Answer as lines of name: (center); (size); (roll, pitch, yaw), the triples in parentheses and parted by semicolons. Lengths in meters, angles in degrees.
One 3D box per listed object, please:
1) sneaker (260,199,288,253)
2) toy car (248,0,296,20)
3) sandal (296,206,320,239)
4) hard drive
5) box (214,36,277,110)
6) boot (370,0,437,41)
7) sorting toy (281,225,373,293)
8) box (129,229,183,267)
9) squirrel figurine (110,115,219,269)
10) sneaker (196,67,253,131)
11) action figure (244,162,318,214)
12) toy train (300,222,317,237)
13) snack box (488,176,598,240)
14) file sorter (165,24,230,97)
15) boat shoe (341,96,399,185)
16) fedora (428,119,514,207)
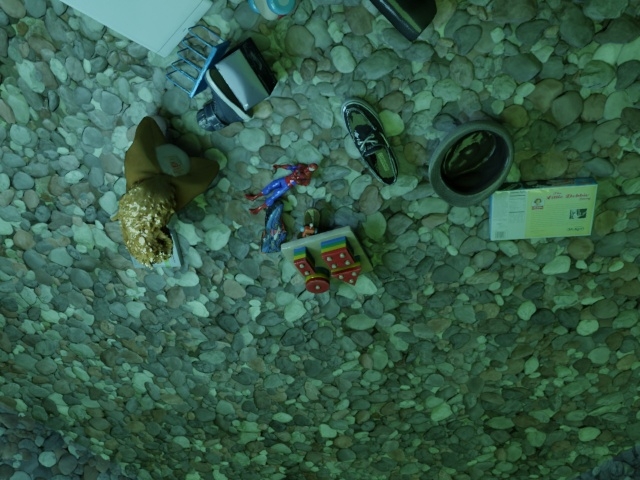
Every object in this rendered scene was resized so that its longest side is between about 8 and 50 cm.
sneaker: (-0.154, -0.047, 1.951); (0.087, 0.083, 0.221); (6, 128, -13)
toy car: (-0.076, -0.723, 1.480); (0.237, 0.219, 0.210); (-26, 119, -11)
sandal: (-0.039, -0.061, 1.930); (0.072, 0.049, 0.180); (5, 141, -10)
hard drive: (-0.498, -0.660, 1.503); (0.233, 0.047, 0.353); (-37, 148, 26)
box: (-0.212, -0.488, 1.630); (0.093, 0.158, 0.156); (-25, 116, 20)
boot: (0.095, -0.663, 1.378); (0.445, 0.367, 0.146); (43, 134, -19)
sorting toy: (0.029, 0.086, 1.941); (0.256, 0.090, 0.255); (-15, 141, 15)
box: (-0.616, 0.032, 2.067); (0.186, 0.038, 0.145); (-2, 121, 7)
squirrel figurine: (-0.551, -0.111, 1.775); (0.280, 0.397, 0.370); (29, 134, -22)
sneaker: (-0.328, -0.416, 1.689); (0.163, 0.086, 0.226); (-14, 152, 18)
action figure: (-0.141, -0.188, 1.820); (0.280, 0.092, 0.139); (-27, 159, 19)
toy train: (0.000, 0.000, 1.935); (0.166, 0.046, 0.125); (11, 145, -19)
snack box: (0.718, -0.101, 1.815); (0.321, 0.060, 0.187); (-3, 121, 8)
file sorter: (-0.365, -0.533, 1.645); (0.104, 0.118, 0.170); (34, 119, -7)
boat shoe: (0.156, -0.301, 1.734); (0.108, 0.102, 0.301); (-22, 117, 19)
fedora: (0.455, -0.251, 1.716); (0.243, 0.124, 0.276); (30, 112, -14)
